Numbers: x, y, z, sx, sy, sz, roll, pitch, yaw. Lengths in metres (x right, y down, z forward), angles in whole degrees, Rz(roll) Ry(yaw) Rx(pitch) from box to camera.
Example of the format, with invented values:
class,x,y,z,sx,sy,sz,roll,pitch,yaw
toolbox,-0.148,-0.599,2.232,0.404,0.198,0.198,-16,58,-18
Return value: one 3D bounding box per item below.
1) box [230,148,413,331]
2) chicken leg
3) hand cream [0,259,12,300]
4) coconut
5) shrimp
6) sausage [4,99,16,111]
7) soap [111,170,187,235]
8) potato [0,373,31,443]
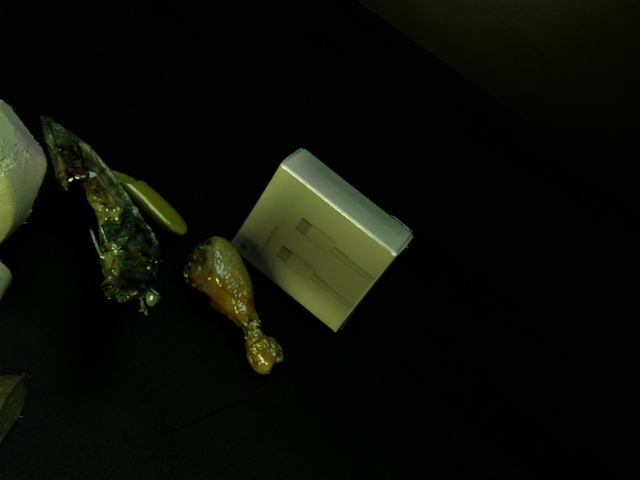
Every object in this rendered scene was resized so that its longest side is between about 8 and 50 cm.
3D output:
class,x,y,z,sx,sy,sz,roll,pitch,yaw
box,0.000,0.000,1.462,0.252,0.203,0.106,39,33,5
chicken leg,-0.131,0.098,1.332,0.107,0.087,0.251,-1,52,-54
hand cream,-0.452,0.088,1.077,0.087,0.054,0.186,22,41,-5
coconut,-0.476,-0.088,1.108,0.227,0.227,0.230,33,29,-6
shrimp,-0.298,-0.040,1.169,0.272,0.085,0.445,62,-4,-30
sausage,-0.600,-0.194,1.271,0.264,0.083,0.083,6,43,-36
soap,-0.289,-0.068,1.414,0.168,0.033,0.089,42,4,-7
potato,-0.405,0.202,0.898,0.138,0.098,0.243,13,22,-8
